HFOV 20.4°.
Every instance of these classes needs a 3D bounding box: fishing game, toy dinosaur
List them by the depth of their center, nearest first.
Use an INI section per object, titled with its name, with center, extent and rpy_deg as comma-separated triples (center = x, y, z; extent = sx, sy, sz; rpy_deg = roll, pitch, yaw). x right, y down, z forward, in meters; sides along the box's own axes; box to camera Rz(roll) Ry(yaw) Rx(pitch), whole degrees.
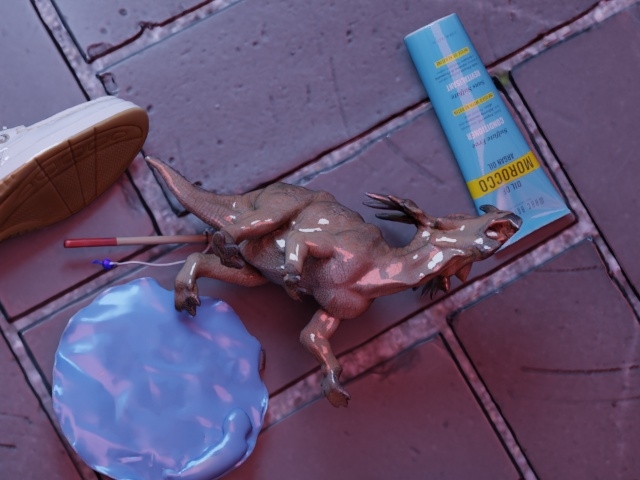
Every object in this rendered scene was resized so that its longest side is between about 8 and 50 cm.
[fishing game]
center = -0.134, 0.121, 1.488
extent = 0.189, 0.041, 0.264
rpy_deg = -4, 75, -19
[toy dinosaur]
center = 0.000, 0.000, 1.492
extent = 0.295, 0.127, 0.200
rpy_deg = 27, 48, 17

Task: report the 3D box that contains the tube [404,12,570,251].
[tube]
center = 0.142, -0.099, 1.580
extent = 0.080, 0.052, 0.207
rpy_deg = -27, 92, -5

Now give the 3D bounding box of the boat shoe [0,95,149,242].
[boat shoe]
center = -0.273, -0.054, 1.464
extent = 0.277, 0.098, 0.096
rpy_deg = -32, 59, -21
